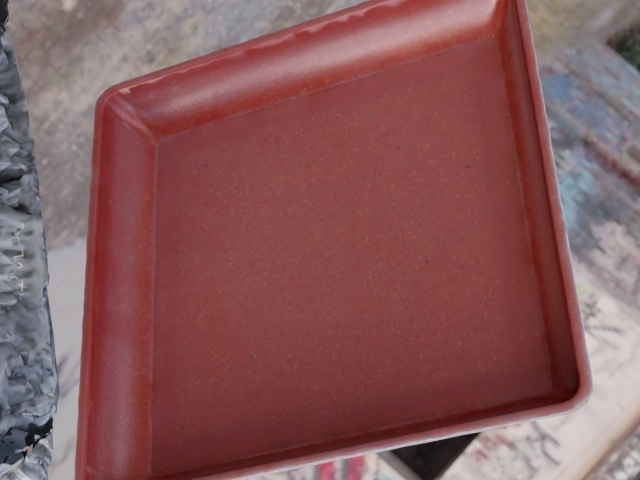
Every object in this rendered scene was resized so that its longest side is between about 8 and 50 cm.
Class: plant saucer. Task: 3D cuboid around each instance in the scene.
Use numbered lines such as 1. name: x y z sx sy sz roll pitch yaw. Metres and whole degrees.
1. plant saucer: 0.000 0.000 0.644 0.259 0.258 0.048 -15 147 19

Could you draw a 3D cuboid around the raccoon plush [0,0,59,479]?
1. raccoon plush: -0.278 -0.045 0.503 0.299 0.446 0.216 -5 176 -18
